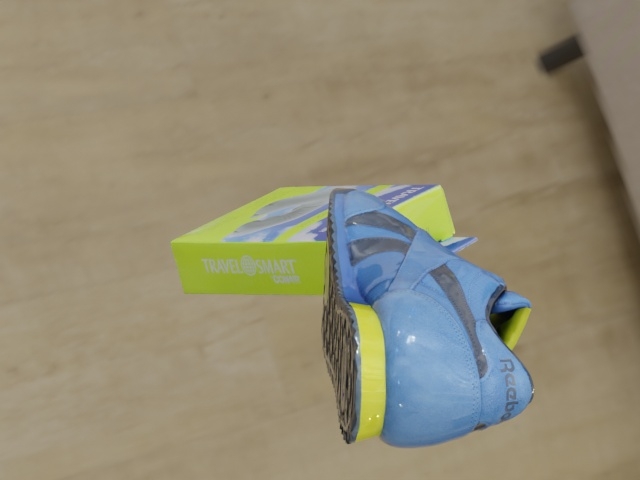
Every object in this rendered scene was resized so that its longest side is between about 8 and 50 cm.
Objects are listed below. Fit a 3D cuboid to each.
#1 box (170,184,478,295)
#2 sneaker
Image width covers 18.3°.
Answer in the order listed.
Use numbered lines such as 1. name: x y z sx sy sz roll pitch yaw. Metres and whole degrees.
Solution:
1. box: 0.000 0.000 1.284 0.109 0.178 0.042 -28 108 -40
2. sneaker: 0.043 0.031 0.859 0.082 0.209 0.069 -2 110 -5
